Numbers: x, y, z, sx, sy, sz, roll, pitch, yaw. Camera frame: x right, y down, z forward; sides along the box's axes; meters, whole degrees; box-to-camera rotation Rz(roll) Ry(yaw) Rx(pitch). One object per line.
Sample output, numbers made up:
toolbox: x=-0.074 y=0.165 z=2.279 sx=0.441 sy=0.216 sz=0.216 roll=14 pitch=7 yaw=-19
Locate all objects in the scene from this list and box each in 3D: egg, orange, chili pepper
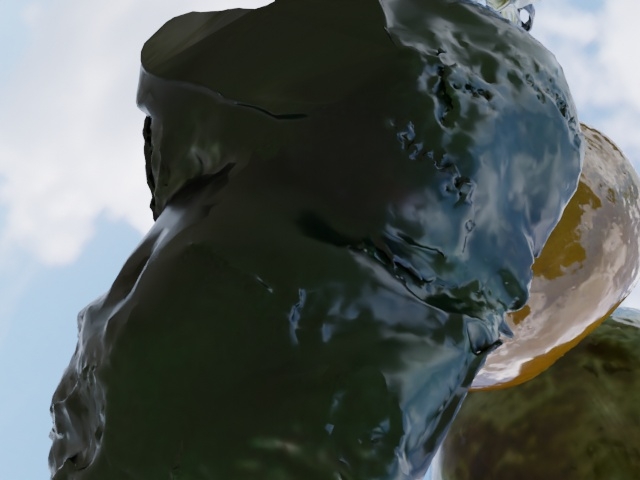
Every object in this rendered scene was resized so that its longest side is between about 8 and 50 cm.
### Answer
egg: x=0.200 y=0.172 z=1.048 sx=0.238 sy=0.238 sz=0.289 roll=-47 pitch=-145 yaw=7
orange: x=0.085 y=0.000 z=0.787 sx=0.155 sy=0.134 sz=0.154 roll=-33 pitch=169 yaw=-7
chili pepper: x=-0.002 y=-0.008 z=0.556 sx=0.148 sy=0.116 sz=0.264 roll=2 pitch=-134 yaw=40

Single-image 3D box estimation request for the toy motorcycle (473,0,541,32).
toy motorcycle: x=0.178 y=-0.306 z=1.751 sx=0.228 sy=0.151 sz=0.074 roll=93 pitch=-1 yaw=-52
